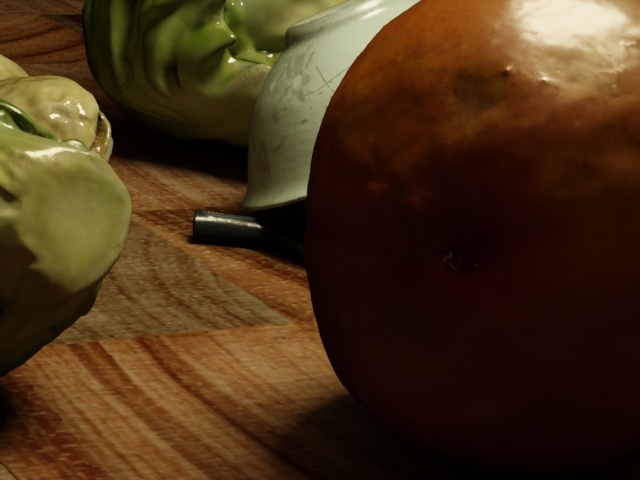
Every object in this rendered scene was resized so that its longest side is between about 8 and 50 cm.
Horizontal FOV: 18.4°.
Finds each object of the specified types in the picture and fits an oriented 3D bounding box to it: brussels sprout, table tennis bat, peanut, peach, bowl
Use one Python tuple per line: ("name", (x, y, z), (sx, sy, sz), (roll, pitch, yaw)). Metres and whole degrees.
("brussels sprout", (-0.072, -0.267, 2.164), (0.361, 0.342, 0.425), (-23, 27, 53))
("brussels sprout", (-0.265, -0.001, 1.337), (0.271, 0.219, 0.210), (-4, 13, 30))
("table tennis bat", (0.000, 0.000, 1.796), (0.236, 0.027, 0.150), (7, 14, -1))
("peanut", (-0.310, -0.113, 1.898), (0.290, 0.130, 0.130), (21, 22, 39))
("peach", (0.140, -0.013, 1.315), (0.343, 0.343, 0.301), (16, 16, 32))
("bowl", (0.046, -0.152, 1.839), (0.313, 0.146, 0.313), (-20, 9, 3))
